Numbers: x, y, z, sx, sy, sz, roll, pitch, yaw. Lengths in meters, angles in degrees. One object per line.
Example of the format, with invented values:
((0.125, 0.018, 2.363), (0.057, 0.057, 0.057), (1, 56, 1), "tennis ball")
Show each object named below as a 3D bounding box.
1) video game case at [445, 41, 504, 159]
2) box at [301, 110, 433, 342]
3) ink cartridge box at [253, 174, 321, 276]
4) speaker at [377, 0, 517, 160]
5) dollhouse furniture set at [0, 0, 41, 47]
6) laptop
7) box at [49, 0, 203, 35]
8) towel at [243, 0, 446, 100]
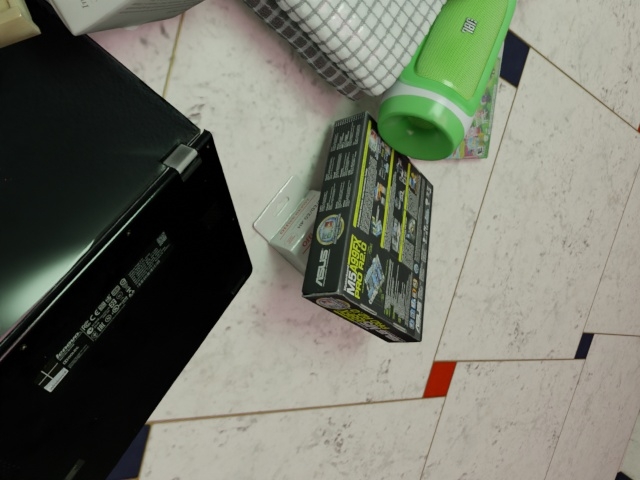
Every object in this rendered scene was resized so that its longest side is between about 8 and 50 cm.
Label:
((0.242, -0.249, 0.841), (0.193, 0.023, 0.212), (-8, 109, -35), "video game case")
((0.083, -0.011, 0.694), (0.216, 0.060, 0.270), (33, 57, -43), "box")
((0.000, 0.000, 0.712), (0.104, 0.062, 0.181), (-54, 127, -13), "ink cartridge box")
((0.183, -0.265, 0.680), (0.131, 0.131, 0.296), (37, 69, -38), "speaker")
((-0.317, -0.208, 0.371), (0.161, 0.101, 0.181), (-22, 92, -5), "dollhouse furniture set")
((-0.293, 0.023, 0.466), (0.382, 0.236, 0.408), (-57, 158, -29), "laptop")
((-0.163, -0.287, 0.396), (0.181, 0.119, 0.181), (63, 22, -22), "box")
((0.043, -0.356, 0.600), (0.235, 0.121, 0.283), (35, 79, -32), "towel")
